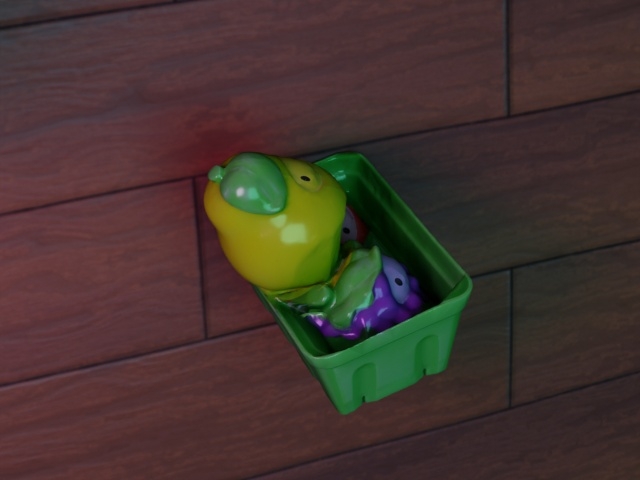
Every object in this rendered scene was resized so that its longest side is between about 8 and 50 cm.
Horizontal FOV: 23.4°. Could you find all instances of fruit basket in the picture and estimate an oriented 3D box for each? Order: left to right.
[{"bbox_3d":[0.000,0.000,2.049,0.283,0.392,0.392,-23,118,-14],"label":"fruit basket"}]
